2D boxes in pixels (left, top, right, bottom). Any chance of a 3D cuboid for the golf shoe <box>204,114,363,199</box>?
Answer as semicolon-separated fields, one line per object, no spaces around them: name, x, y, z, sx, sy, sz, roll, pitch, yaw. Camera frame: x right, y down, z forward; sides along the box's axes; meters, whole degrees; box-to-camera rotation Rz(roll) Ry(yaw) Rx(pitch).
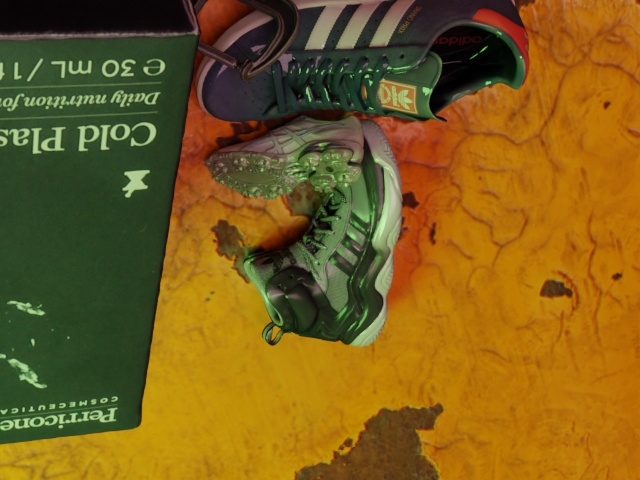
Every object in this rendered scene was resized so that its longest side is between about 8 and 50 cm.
golf shoe;-0.034;-0.094;1.462;0.176;0.086;0.069;-1;139;19

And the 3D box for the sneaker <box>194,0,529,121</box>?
sneaker;0.049;-0.173;1.397;0.350;0.148;0.131;-17;139;-4

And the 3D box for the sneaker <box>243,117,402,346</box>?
sneaker;0.000;0.000;1.501;0.153;0.101;0.269;-5;115;-21

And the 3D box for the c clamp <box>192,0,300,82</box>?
c clamp;-0.102;-0.205;1.373;0.137;0.160;0.022;-61;153;-13

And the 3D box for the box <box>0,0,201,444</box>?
box;-0.384;-0.068;1.141;0.479;0.297;0.472;-4;138;-19
